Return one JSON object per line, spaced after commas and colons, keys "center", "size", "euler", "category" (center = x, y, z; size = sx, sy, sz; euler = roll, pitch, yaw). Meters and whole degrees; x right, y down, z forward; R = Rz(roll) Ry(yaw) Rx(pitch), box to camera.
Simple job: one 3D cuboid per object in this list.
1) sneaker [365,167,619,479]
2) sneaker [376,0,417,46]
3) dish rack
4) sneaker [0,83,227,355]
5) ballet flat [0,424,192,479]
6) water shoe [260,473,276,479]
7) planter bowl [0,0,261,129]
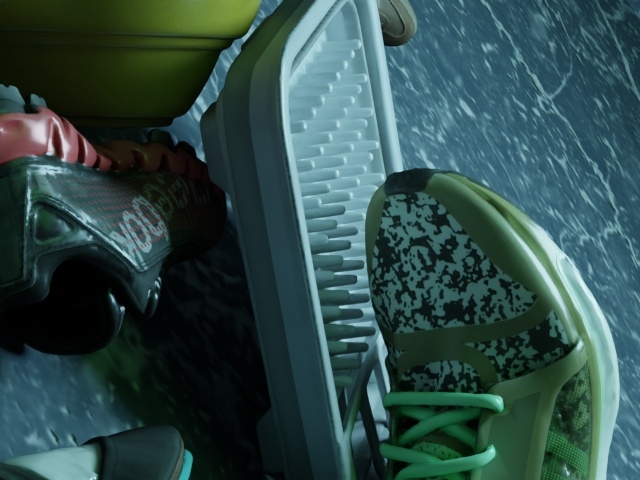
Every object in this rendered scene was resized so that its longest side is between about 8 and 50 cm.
{"center": [0.090, 0.161, 1.119], "size": [0.182, 0.158, 0.410], "euler": [-23, 103, -53], "category": "sneaker"}
{"center": [0.013, -0.218, 1.651], "size": [0.188, 0.066, 0.071], "euler": [36, 48, -33], "category": "sneaker"}
{"center": [0.000, 0.000, 1.194], "size": [0.285, 0.072, 0.333], "euler": [-60, 144, -63], "category": "dish rack"}
{"center": [-0.130, 0.002, 1.033], "size": [0.276, 0.097, 0.135], "euler": [12, 59, -66], "category": "sneaker"}
{"center": [-0.129, 0.158, 0.853], "size": [0.096, 0.095, 0.280], "euler": [39, 28, -14], "category": "ballet flat"}
{"center": [-0.054, 0.190, 1.015], "size": [0.080, 0.073, 0.203], "euler": [36, 19, 15], "category": "water shoe"}
{"center": [-0.137, -0.114, 1.101], "size": [0.217, 0.217, 0.090], "euler": [-12, 106, -66], "category": "planter bowl"}
